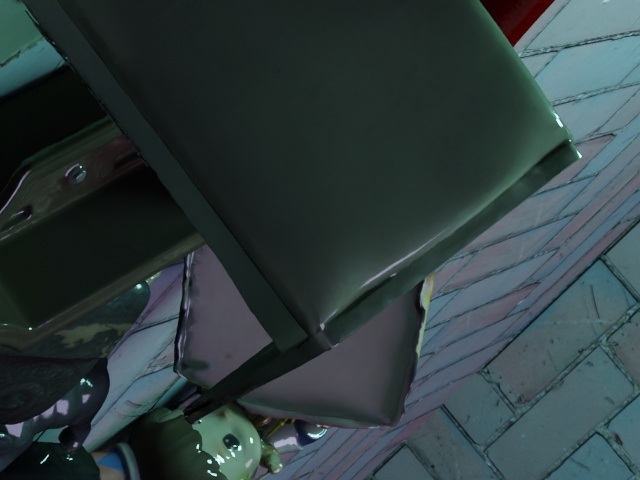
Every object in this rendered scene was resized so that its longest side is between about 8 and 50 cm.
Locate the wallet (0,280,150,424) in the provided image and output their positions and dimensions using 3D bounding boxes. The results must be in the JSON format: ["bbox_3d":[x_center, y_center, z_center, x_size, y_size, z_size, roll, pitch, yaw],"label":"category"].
[{"bbox_3d":[-0.263,0.072,1.283,0.170,0.044,0.321,-42,155,22],"label":"wallet"}]

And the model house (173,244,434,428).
[{"bbox_3d":[0.000,0.000,1.611,0.237,0.202,0.236,-68,166,-71],"label":"model house"}]

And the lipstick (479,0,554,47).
[{"bbox_3d":[0.147,-0.199,1.534,0.241,0.080,0.080,-48,164,34],"label":"lipstick"}]

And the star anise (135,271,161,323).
[{"bbox_3d":[-0.177,0.024,1.435,0.195,0.065,0.182,-24,156,-32],"label":"star anise"}]

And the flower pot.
[{"bbox_3d":[-0.140,-0.049,1.209,0.251,0.084,0.178,-32,152,-31],"label":"flower pot"}]

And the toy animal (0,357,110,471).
[{"bbox_3d":[-0.277,0.148,1.538,0.269,0.082,0.137,-18,152,-47],"label":"toy animal"}]

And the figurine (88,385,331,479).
[{"bbox_3d":[-0.120,0.221,2.055,0.275,0.161,0.158,-36,143,-19],"label":"figurine"}]

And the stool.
[{"bbox_3d":[-0.044,-0.065,0.981,0.170,0.243,0.270,-36,179,-23],"label":"stool"}]

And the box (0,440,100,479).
[{"bbox_3d":[-0.386,0.314,1.759,0.359,0.091,0.350,-41,167,4],"label":"box"}]
